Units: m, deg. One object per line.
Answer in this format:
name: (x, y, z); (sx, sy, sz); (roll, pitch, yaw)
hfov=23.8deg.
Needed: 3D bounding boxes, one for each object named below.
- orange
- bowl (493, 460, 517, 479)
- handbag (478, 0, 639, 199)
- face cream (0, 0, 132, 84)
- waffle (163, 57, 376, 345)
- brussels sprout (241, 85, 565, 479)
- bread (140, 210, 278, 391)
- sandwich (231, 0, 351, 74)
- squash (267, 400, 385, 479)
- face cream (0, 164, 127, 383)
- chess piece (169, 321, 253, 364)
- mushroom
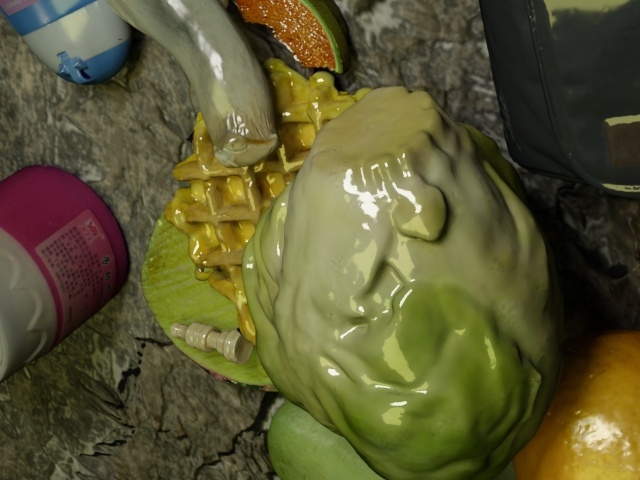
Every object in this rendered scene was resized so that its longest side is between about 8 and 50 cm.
orange: (0.256, 0.180, 1.258); (0.219, 0.193, 0.219); (160, 90, -83)
bowl: (0.111, 0.413, 1.515); (0.434, 0.196, 0.435); (17, 126, 25)
handbag: (0.217, -0.159, 1.042); (0.275, 0.178, 0.302); (31, 142, 54)
face cream: (-0.261, -0.266, 1.414); (0.149, 0.083, 0.264); (-14, 109, 41)
waffle: (-0.008, -0.008, 1.393); (0.329, 0.062, 0.329); (10, 116, 21)
brussels sprout: (0.062, 0.038, 1.190); (0.242, 0.274, 0.317); (-16, 100, -3)
bread: (-0.082, 0.053, 1.530); (0.228, 0.033, 0.228); (18, 129, 24)
sandwich: (-0.023, -0.197, 1.331); (0.135, 0.029, 0.067); (37, 133, 12)
squash: (0.075, 0.228, 1.369); (0.370, 0.118, 0.118); (22, 132, 52)
face cream: (-0.323, 0.038, 1.573); (0.175, 0.195, 0.175); (18, 128, 25)
chess piece: (-0.114, 0.099, 1.537); (0.092, 0.035, 0.035); (12, 124, 31)
mushroom: (-0.119, -0.185, 1.328); (0.096, 0.099, 0.278); (-42, 74, 23)
